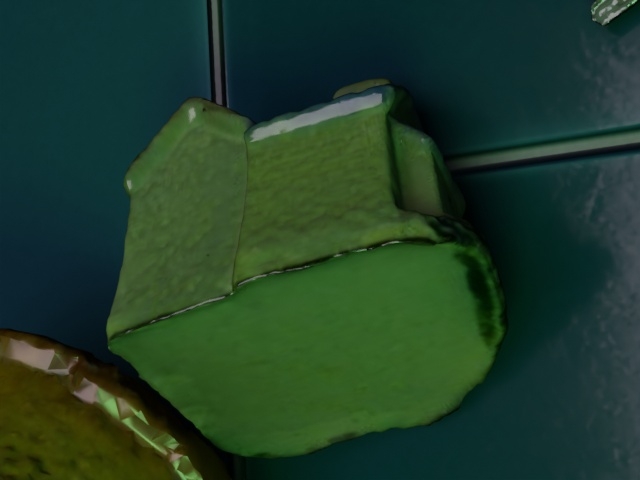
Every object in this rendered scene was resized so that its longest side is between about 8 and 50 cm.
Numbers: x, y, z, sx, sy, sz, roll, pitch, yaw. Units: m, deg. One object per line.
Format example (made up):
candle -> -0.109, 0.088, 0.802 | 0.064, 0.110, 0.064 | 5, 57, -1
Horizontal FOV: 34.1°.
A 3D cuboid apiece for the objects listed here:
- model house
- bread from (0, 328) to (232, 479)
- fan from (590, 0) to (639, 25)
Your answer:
model house -> 0.000, 0.000, 0.646 | 0.214, 0.195, 0.189 | -20, 52, 16
bread -> -0.224, 0.249, 0.672 | 0.397, 0.215, 0.398 | 7, 114, 15
fan -> 0.281, -0.243, 0.541 | 0.294, 0.012, 0.223 | -4, 85, 32
